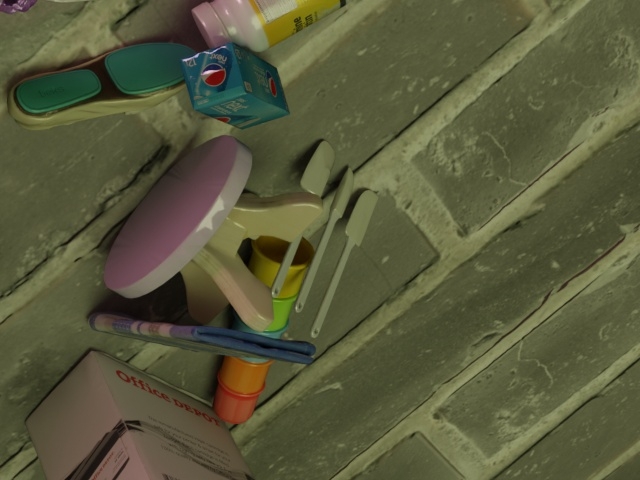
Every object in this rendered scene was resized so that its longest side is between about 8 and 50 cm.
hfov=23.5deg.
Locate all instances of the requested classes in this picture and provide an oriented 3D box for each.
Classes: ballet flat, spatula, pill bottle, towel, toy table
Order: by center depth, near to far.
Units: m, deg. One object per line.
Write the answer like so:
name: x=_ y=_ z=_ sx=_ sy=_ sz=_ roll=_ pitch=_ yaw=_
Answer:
ballet flat: x=-0.268 y=-0.186 z=1.906 sx=0.248 sy=0.086 sz=0.086 roll=-14 pitch=130 yaw=-19
pill bottle: x=-0.063 y=-0.298 z=1.908 sx=0.184 sy=0.103 sz=0.103 roll=-30 pitch=134 yaw=-6
toy table: x=-0.139 y=-0.002 z=2.023 sx=0.161 sy=0.252 sz=0.274 roll=31 pitch=132 yaw=-29
towel: x=-0.165 y=0.130 z=2.092 sx=0.209 sy=0.285 sz=0.034 roll=15 pitch=81 yaw=-36
spatula: x=0.000 y=0.000 z=2.152 sx=0.168 sy=0.019 sz=0.242 roll=48 pitch=59 yaw=-49

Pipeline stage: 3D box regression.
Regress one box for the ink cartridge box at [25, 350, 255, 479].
ink cartridge box: x=-0.215 y=0.374 z=2.151 sx=0.166 sy=0.395 sz=0.285 roll=-45 pitch=134 yaw=12

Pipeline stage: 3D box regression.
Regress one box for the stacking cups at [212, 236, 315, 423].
stacking cups: x=-0.096 y=0.129 z=2.251 sx=0.096 sy=0.096 sz=0.316 roll=-2 pitch=131 yaw=-29

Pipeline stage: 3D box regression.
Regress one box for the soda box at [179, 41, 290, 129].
soda box: x=-0.103 y=-0.189 z=1.910 sx=0.071 sy=0.067 sz=0.210 roll=-17 pitch=173 yaw=12

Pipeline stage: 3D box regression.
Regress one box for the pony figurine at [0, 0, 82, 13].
pony figurine: x=-0.389 y=-0.308 z=1.590 sx=0.351 sy=0.302 sz=0.363 roll=-24 pitch=167 yaw=-48
